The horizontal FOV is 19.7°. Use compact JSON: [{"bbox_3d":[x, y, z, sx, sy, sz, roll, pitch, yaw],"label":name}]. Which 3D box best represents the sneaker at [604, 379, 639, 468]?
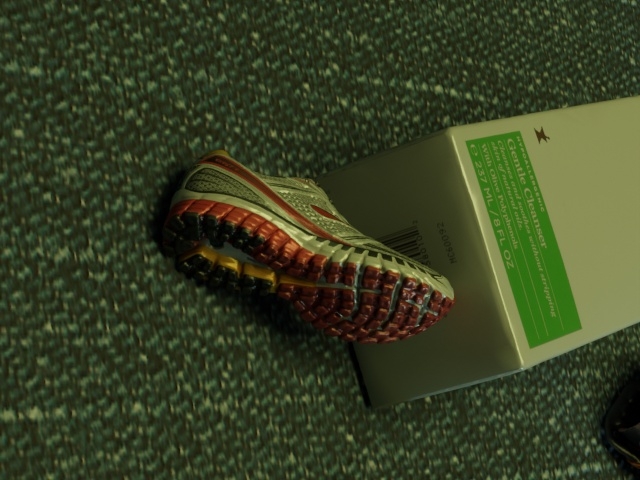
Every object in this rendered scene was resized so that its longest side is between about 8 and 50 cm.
[{"bbox_3d":[0.337,0.240,1.693,0.180,0.124,0.321,37,37,-33],"label":"sneaker"}]

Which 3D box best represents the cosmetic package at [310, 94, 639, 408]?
[{"bbox_3d":[0.168,-0.001,1.528,0.365,0.155,0.197,-16,87,-53],"label":"cosmetic package"}]

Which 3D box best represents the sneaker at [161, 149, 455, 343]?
[{"bbox_3d":[0.000,0.000,1.320,0.225,0.088,0.093,25,46,-19],"label":"sneaker"}]
